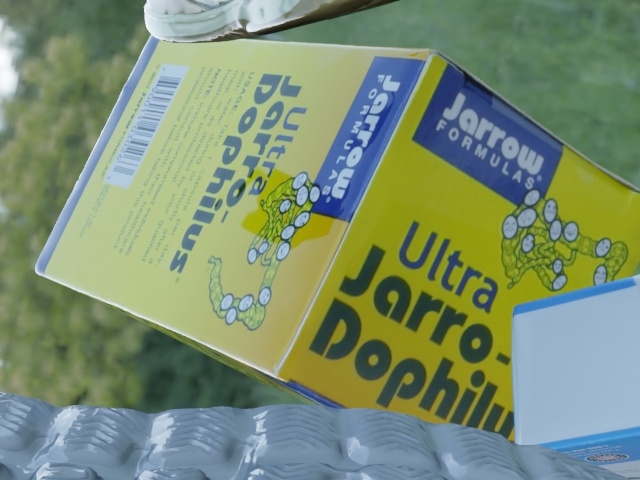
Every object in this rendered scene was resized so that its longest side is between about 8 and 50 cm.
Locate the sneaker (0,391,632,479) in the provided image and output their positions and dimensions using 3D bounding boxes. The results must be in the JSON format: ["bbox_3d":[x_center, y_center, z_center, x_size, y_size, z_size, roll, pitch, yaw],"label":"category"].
[{"bbox_3d":[-0.034,0.141,0.419,0.124,0.321,0.180,-66,-18,-77],"label":"sneaker"}]

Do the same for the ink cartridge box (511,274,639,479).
[{"bbox_3d":[0.206,0.074,0.792,0.191,0.140,0.082,17,-115,-44],"label":"ink cartridge box"}]

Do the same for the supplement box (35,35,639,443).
[{"bbox_3d":[0.000,0.000,1.012,0.356,0.194,0.195,15,77,59],"label":"supplement box"}]

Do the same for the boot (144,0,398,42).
[{"bbox_3d":[-0.036,-0.171,0.686,0.213,0.077,0.165,8,112,67],"label":"boot"}]
